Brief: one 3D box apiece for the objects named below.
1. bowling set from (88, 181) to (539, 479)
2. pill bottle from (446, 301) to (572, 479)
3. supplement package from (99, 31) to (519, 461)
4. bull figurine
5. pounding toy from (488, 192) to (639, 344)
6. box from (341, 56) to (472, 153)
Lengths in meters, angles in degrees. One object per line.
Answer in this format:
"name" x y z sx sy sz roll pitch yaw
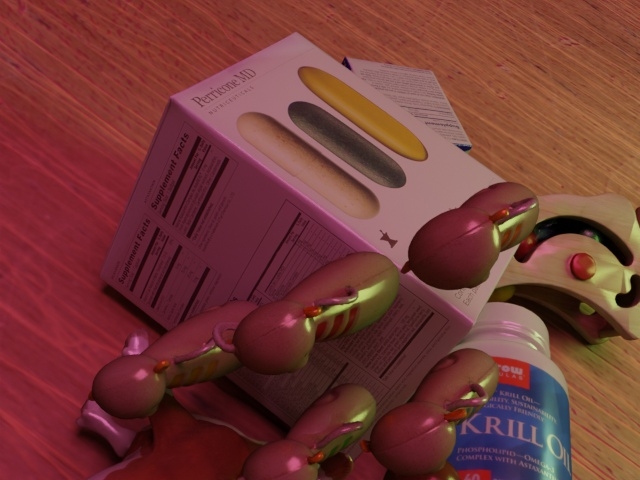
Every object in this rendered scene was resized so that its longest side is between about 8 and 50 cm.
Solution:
"bowling set" 0.028 0.100 0.487 0.154 0.287 0.199 -23 85 -60
"pill bottle" 0.143 0.160 0.682 0.124 0.124 0.221 23 43 -8
"supplement package" 0.000 0.000 0.690 0.263 0.198 0.199 37 38 6
"bull figurine" -0.121 0.175 0.544 0.188 0.101 0.310 42 40 19
"pounding toy" 0.261 0.038 0.902 0.270 0.155 0.154 0 79 -17
"box" 0.089 -0.139 0.969 0.126 0.072 0.137 2 49 -27
